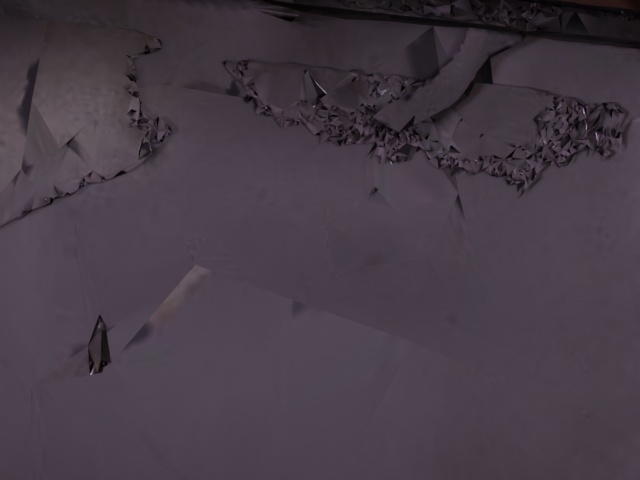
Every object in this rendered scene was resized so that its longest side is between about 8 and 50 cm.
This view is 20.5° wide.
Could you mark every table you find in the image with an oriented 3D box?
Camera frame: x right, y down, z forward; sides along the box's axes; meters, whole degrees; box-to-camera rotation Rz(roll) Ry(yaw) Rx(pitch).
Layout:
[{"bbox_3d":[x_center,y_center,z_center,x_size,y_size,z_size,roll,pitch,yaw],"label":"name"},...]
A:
[{"bbox_3d":[0.000,0.000,0.440,0.335,0.272,0.222,5,83,-14],"label":"table"}]
